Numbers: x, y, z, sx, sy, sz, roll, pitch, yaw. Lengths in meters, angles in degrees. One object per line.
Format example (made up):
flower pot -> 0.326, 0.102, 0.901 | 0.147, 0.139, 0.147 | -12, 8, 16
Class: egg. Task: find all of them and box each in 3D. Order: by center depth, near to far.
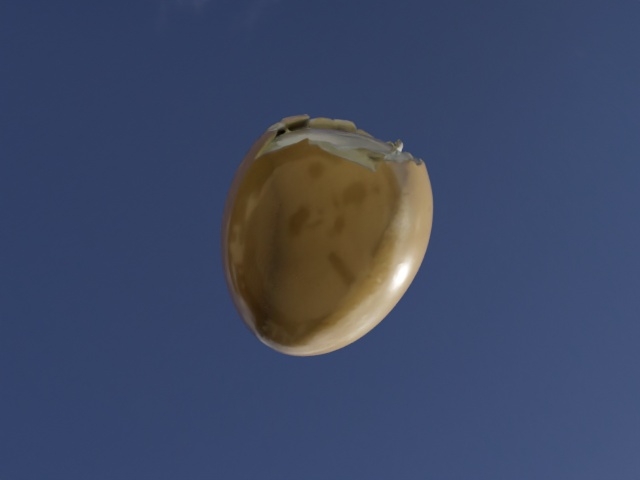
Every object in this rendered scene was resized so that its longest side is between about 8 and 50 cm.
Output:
egg -> 0.000, 0.000, 0.518 | 0.080, 0.080, 0.096 | 17, -78, 2
